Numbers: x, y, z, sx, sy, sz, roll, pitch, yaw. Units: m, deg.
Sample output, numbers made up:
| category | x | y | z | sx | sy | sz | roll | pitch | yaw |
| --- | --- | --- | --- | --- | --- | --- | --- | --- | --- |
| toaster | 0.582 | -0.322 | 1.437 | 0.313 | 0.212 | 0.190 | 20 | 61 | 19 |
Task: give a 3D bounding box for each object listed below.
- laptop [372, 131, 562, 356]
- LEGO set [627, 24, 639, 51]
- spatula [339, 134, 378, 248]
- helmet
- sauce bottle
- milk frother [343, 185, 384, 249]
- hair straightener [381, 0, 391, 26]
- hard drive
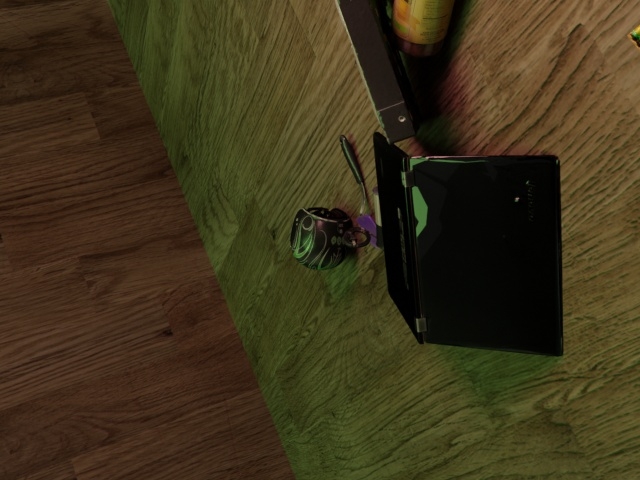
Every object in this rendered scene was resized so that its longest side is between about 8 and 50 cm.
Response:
| category | x | y | z | sx | sy | sz | roll | pitch | yaw |
| --- | --- | --- | --- | --- | --- | --- | --- | --- | --- |
| laptop | 0.274 | -0.008 | 1.551 | 0.408 | 0.236 | 0.382 | -117 | 19 | -70 |
| LEGO set | 0.462 | -0.154 | 1.038 | 0.132 | 0.107 | 0.287 | 0 | 105 | 65 |
| spatula | 0.098 | -0.118 | 1.935 | 0.084 | 0.030 | 0.297 | -15 | 91 | 68 |
| helmet | 0.000 | 0.000 | 2.062 | 0.169 | 0.169 | 0.162 | 38 | 121 | 53 |
| sauce bottle | 0.196 | -0.488 | 1.374 | 0.111 | 0.111 | 0.344 | 56 | 154 | 34 |
| milk frother | 0.126 | -0.053 | 1.782 | 0.129 | 0.143 | 0.135 | -145 | 45 | -60 |
| hair straightener | 0.103 | -0.553 | 1.651 | 0.089 | 0.047 | 0.231 | -9 | 101 | 66 |
| hard drive | 0.108 | -0.365 | 1.510 | 0.237 | 0.064 | 0.339 | -58 | -51 | -71 |
